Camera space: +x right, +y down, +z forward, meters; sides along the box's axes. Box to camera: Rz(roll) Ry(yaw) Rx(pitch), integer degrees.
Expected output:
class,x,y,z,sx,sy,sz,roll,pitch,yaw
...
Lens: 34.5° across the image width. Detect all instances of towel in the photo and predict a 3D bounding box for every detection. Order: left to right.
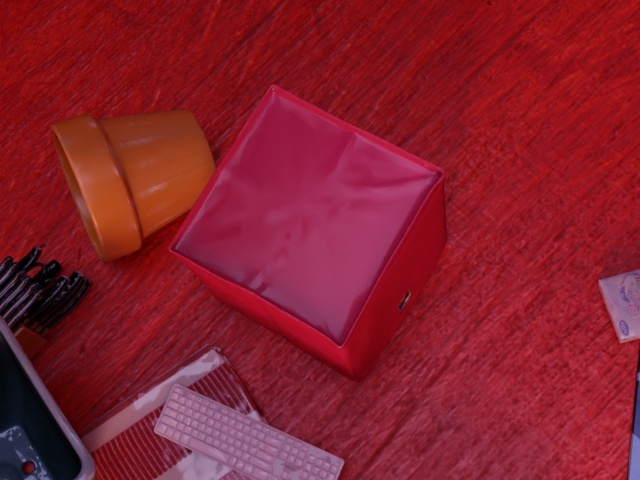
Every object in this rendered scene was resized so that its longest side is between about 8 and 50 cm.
class,x,y,z,sx,sy,sz,roll,pitch,yaw
towel,-0.153,0.333,1.378,0.237,0.037,0.329,-34,71,-3

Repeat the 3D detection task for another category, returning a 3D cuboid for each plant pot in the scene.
class,x,y,z,sx,sy,sz,roll,pitch,yaw
plant pot,-0.434,0.290,1.303,0.247,0.252,0.248,-32,71,-17
plant pot,-0.253,-0.096,1.447,0.188,0.205,0.205,-22,71,-15

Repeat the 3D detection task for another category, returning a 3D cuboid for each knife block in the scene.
class,x,y,z,sx,sy,sz,roll,pitch,yaw
knife block,-0.453,0.140,1.461,0.088,0.242,0.275,43,128,18

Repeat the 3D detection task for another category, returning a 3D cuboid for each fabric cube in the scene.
class,x,y,z,sx,sy,sz,roll,pitch,yaw
fabric cube,0.000,0.000,1.342,0.259,0.258,0.254,29,78,14

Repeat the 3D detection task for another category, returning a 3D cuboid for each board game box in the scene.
class,x,y,z,sx,sy,sz,roll,pitch,yaw
board game box,0.430,0.084,1.378,0.090,0.020,0.090,-14,64,2

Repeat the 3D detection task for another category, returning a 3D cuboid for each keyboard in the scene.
class,x,y,z,sx,sy,sz,roll,pitch,yaw
keyboard,-0.097,0.272,1.361,0.256,0.014,0.072,22,78,15

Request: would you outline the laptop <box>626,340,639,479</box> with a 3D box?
class,x,y,z,sx,sy,sz,roll,pitch,yaw
laptop,0.564,0.307,1.194,0.382,0.408,0.236,7,107,11
